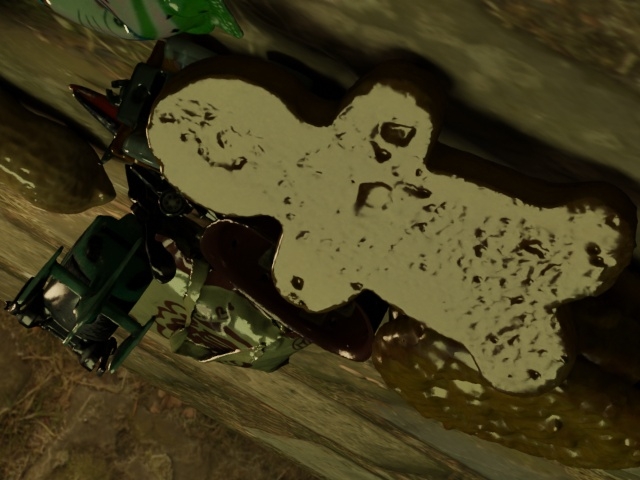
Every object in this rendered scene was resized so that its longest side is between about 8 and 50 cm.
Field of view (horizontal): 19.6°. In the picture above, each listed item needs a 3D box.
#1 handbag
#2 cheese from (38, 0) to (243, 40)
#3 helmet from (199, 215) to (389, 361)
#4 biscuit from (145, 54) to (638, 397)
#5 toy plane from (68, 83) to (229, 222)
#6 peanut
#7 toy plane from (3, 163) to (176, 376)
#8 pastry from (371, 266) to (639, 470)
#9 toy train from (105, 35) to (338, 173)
[{"bbox_3d":[-0.099,0.054,1.803,0.213,0.127,0.235,28,156,-8],"label":"handbag"},{"bbox_3d":[-0.162,-0.194,0.952,0.320,0.083,0.204,34,169,27],"label":"cheese"},{"bbox_3d":[0.000,0.000,1.367,0.155,0.106,0.175,30,165,16],"label":"helmet"},{"bbox_3d":[0.039,-0.025,1.119,0.301,0.049,0.197,24,128,-2],"label":"biscuit"},{"bbox_3d":[-0.132,-0.063,1.505,0.189,0.061,0.130,30,-173,1],"label":"toy plane"},{"bbox_3d":[-0.287,-0.091,1.694,0.228,0.086,0.104,29,178,-15],"label":"peanut"},{"bbox_3d":[-0.178,0.029,1.519,0.106,0.155,0.382,36,-172,-6],"label":"toy plane"},{"bbox_3d":[0.156,0.083,1.304,0.235,0.132,0.240,27,169,6],"label":"pastry"},{"bbox_3d":[-0.048,-0.069,1.242,0.219,0.089,0.127,19,176,34],"label":"toy train"}]
